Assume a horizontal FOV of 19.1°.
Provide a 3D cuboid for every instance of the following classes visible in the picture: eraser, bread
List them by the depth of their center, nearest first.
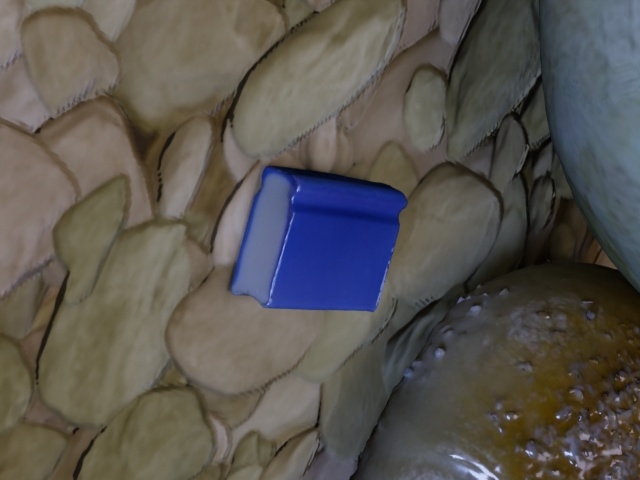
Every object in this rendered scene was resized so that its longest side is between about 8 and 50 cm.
[{"bbox_3d":[0.000,0.000,0.899,0.085,0.027,0.063,5,103,-51],"label":"eraser"},{"bbox_3d":[0.135,0.158,1.038,0.305,0.159,0.305,-28,130,-41],"label":"bread"}]

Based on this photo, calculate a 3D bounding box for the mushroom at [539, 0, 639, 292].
[{"bbox_3d":[0.255,-0.106,0.958,0.352,0.260,0.352,7,82,-56],"label":"mushroom"}]
